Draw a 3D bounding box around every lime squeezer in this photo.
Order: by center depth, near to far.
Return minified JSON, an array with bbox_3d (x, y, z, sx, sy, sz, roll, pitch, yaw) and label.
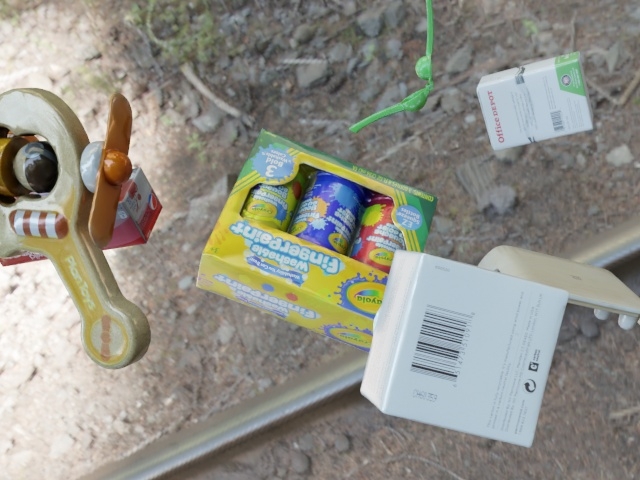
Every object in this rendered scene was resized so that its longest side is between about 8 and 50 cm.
[{"bbox_3d":[0.182,-0.332,1.622,0.109,0.059,0.310,33,110,10],"label":"lime squeezer"}]

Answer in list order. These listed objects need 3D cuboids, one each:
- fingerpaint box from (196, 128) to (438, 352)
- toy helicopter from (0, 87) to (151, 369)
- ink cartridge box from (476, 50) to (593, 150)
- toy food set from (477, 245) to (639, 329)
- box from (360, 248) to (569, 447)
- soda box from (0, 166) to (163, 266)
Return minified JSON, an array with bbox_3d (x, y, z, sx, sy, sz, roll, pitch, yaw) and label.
[{"bbox_3d":[0.000,0.000,1.807,0.444,0.163,0.371,22,58,0],"label":"fingerpaint box"},{"bbox_3d":[-0.290,-0.018,0.961,0.234,0.140,0.355,-27,90,19],"label":"toy helicopter"},{"bbox_3d":[0.472,-0.304,1.775,0.219,0.160,0.093,-10,22,23],"label":"ink cartridge box"},{"bbox_3d":[0.472,0.111,1.541,0.305,0.093,0.220,13,18,-8],"label":"toy food set"},{"bbox_3d":[0.160,0.119,0.923,0.181,0.119,0.181,14,89,-10],"label":"box"},{"bbox_3d":[-0.381,-0.033,1.226,0.263,0.084,0.092,-9,39,19],"label":"soda box"}]
